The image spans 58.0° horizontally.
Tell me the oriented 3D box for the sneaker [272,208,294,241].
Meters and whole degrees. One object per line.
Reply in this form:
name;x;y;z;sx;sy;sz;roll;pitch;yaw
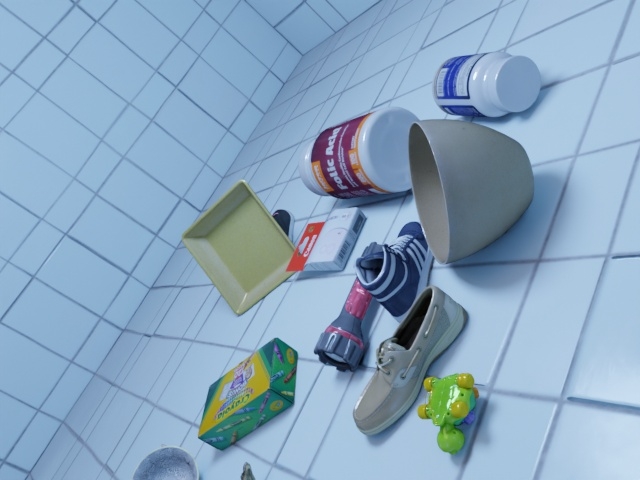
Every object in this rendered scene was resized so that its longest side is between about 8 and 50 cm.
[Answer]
sneaker;-0.177;-0.064;2.009;0.104;0.147;0.296;-45;23;19

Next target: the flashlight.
flashlight;0.088;0.140;1.300;0.103;0.103;0.304;8;57;33

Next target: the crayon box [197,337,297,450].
crayon box;-0.181;0.386;1.447;0.278;0.081;0.165;-39;26;26

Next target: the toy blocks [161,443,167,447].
toy blocks;-0.440;0.645;1.578;0.123;0.054;0.148;-10;47;58

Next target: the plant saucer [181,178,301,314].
plant saucer;-0.242;0.020;1.864;0.333;0.333;0.081;-38;-3;27

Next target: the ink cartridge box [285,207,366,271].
ink cartridge box;0.000;0.000;1.657;0.232;0.066;0.189;-1;53;40

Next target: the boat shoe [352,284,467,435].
boat shoe;0.146;0.220;1.075;0.302;0.098;0.109;-52;23;-2

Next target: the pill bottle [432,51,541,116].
pill bottle;0.401;-0.380;1.413;0.153;0.153;0.265;-52;24;-1

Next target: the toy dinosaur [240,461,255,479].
toy dinosaur;-0.155;0.587;1.151;0.118;0.064;0.268;-26;39;51

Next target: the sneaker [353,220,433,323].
sneaker;0.161;0.029;1.254;0.099;0.153;0.282;-31;31;37

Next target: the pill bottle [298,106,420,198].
pill bottle;0.107;-0.234;1.643;0.392;0.224;0.224;-2;53;61

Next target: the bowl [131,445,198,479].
bowl;-0.382;0.615;1.450;0.170;0.080;0.170;-2;51;2

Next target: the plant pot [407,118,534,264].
plant pot;0.298;-0.111;1.127;0.191;0.284;0.284;-12;28;-1

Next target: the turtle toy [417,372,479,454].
turtle toy;0.210;0.273;0.925;0.095;0.066;0.130;-23;37;48
